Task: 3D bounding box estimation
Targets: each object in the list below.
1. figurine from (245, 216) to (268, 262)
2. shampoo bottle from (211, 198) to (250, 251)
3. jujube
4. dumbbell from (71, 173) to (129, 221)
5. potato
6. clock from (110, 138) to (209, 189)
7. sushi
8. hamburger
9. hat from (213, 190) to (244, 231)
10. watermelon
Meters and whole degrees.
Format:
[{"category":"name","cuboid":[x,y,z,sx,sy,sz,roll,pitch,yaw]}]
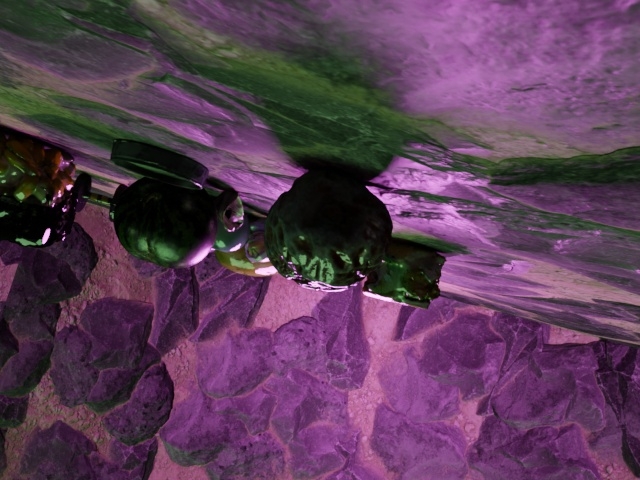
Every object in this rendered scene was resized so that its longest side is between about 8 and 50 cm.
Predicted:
[{"category":"figurine","cuboid":[-0.162,0.012,2.057,0.128,0.184,0.208,-13,131,34]},{"category":"shampoo bottle","cuboid":[-0.364,-0.051,2.026,0.349,0.151,0.222,9,140,41]},{"category":"jujube","cuboid":[0.008,-0.011,1.190,0.226,0.226,0.317,16,166,-6]},{"category":"dumbbell","cuboid":[-0.800,-0.152,2.335,0.325,0.143,0.143,16,174,-5]},{"category":"potato","cuboid":[-0.231,0.025,2.228,0.304,0.216,0.216,22,172,-27]},{"category":"clock","cuboid":[-0.372,-0.172,1.484,0.226,0.049,0.226,14,174,2]},{"category":"sushi","cuboid":[-0.847,-0.166,1.833,0.328,0.285,0.328,20,-164,7]},{"category":"hamburger","cuboid":[0.215,0.092,1.833,0.192,0.167,0.288,18,174,-34]},{"category":"hat","cuboid":[-0.253,-0.073,1.742,0.081,0.122,0.166,8,-164,-2]},{"category":"watermelon","cuboid":[-0.396,-0.052,1.674,0.269,0.269,0.269,15,174,2]}]
